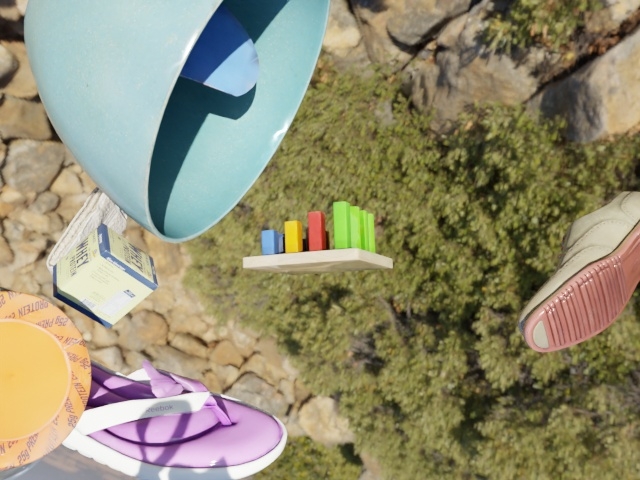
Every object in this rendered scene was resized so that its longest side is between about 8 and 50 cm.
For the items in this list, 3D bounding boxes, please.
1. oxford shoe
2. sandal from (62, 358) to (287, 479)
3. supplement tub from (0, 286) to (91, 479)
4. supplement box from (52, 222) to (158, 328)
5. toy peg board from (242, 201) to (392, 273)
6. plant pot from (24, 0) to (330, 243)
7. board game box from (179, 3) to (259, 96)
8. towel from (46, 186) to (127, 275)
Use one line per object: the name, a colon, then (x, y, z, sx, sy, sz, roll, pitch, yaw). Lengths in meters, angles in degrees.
oxford shoe: (0.417, 0.042, 1.037, 0.130, 0.348, 0.123, 33, 150, 51)
sandal: (-0.249, 0.211, 0.877, 0.416, 0.169, 0.102, 10, 115, 11)
supplement tub: (-0.407, 0.164, 0.720, 0.338, 0.207, 0.207, -18, 131, 39)
supplement box: (-0.249, 0.042, 0.775, 0.083, 0.056, 0.083, -39, 131, 9)
toy peg board: (0.000, 0.000, 0.920, 0.161, 0.079, 0.161, -5, 172, 22)
plant pot: (-0.145, -0.171, 0.609, 0.195, 0.290, 0.290, 30, 150, 9)
board game box: (-0.136, -0.186, 0.617, 0.169, 0.133, 0.033, 13, 139, -36)
towel: (-0.582, 0.002, 1.694, 0.049, 0.282, 0.187, 16, 148, 10)
